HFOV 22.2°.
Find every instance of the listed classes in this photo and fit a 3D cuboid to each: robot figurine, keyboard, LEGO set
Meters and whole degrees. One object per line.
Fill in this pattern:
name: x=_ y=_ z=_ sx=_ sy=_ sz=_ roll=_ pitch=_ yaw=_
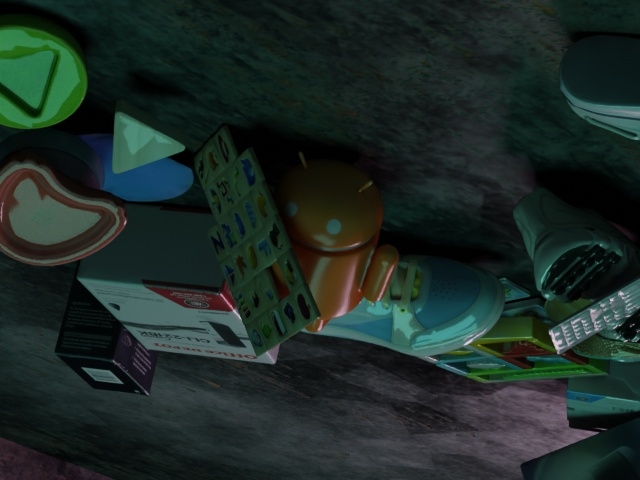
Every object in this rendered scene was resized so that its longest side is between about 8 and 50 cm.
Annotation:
robot figurine: x=-0.002 y=-0.001 z=1.810 sx=0.128 sy=0.158 sz=0.219 roll=-9 pitch=136 yaw=-22
keyboard: x=0.355 y=0.043 z=1.717 sx=0.256 sy=0.014 sz=0.072 roll=-30 pitch=157 yaw=2
LEGO set: x=0.213 y=0.122 z=2.162 sx=0.182 sy=0.060 sz=0.244 roll=29 pitch=153 yaw=-33

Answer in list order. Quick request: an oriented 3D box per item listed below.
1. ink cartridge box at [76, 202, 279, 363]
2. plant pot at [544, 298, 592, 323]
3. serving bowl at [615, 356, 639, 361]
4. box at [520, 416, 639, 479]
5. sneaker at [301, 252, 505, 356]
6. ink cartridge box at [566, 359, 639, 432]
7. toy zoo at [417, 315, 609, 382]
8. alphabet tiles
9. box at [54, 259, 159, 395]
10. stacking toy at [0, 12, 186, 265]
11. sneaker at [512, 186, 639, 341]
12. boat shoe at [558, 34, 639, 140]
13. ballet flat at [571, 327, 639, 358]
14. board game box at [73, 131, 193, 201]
ink cartridge box: x=-0.171 y=0.059 z=2.133 sx=0.197 sy=0.114 sz=0.273 roll=5 pitch=159 yaw=17
plant pot: x=0.394 y=0.086 z=1.998 sx=0.236 sy=0.032 sz=0.236 roll=12 pitch=159 yaw=4
serving bowl: x=0.379 y=0.134 z=2.046 sx=0.083 sy=0.027 sz=0.083 roll=11 pitch=161 yaw=4
box: x=0.471 y=0.408 z=2.268 sx=0.294 sy=0.296 sz=0.183 roll=-29 pitch=153 yaw=32
sneaker: x=0.047 y=0.048 z=1.965 sx=0.319 sy=0.127 sz=0.208 roll=0 pitch=157 yaw=28
ink cartridge box: x=0.401 y=0.219 z=2.299 sx=0.104 sy=0.060 sz=0.180 roll=7 pitch=159 yaw=12
toy zoo: x=0.232 y=0.141 z=2.127 sx=0.192 sy=0.030 sz=0.293 roll=-7 pitch=162 yaw=31
alphabet tiles: x=-0.080 y=-0.001 z=1.807 sx=0.009 sy=0.237 sz=0.198 roll=-18 pitch=172 yaw=-25
box: x=-0.287 y=0.116 z=2.286 sx=0.093 sy=0.158 sz=0.156 roll=6 pitch=158 yaw=16
stacking toy: x=-0.316 y=-0.135 z=1.746 sx=0.279 sy=0.130 sz=0.309 roll=-35 pitch=126 yaw=26
sneaker: x=0.311 y=0.024 z=1.786 sx=0.110 sy=0.118 sz=0.292 roll=-43 pitch=140 yaw=15
boat shoe: x=0.338 y=-0.121 z=1.423 sx=0.258 sy=0.095 sz=0.084 roll=17 pitch=166 yaw=19
ballet flat: x=0.388 y=0.102 z=1.929 sx=0.206 sy=0.073 sz=0.067 roll=-1 pitch=129 yaw=25
board game box: x=-0.226 y=-0.097 z=1.879 sx=0.169 sy=0.033 sz=0.133 roll=24 pitch=150 yaw=-35
